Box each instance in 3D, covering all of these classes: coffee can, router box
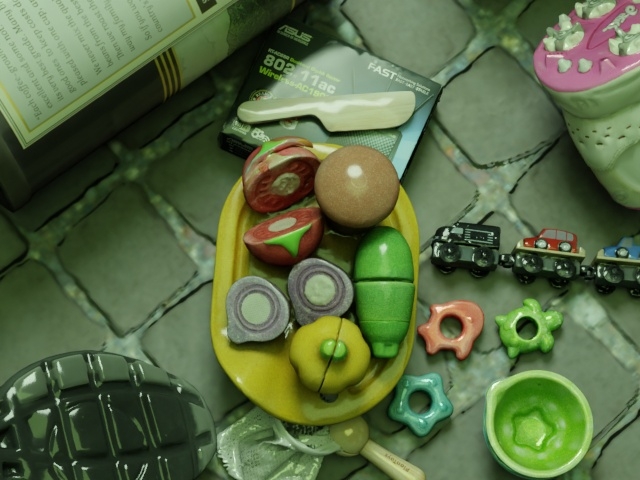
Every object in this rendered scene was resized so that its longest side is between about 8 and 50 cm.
[{"bbox_3d":[-0.134,-0.177,1.041,0.275,0.201,0.201,-36,82,-12],"label":"coffee can"},{"bbox_3d":[0.007,-0.081,1.113,0.122,0.038,0.092,24,75,1],"label":"router box"}]

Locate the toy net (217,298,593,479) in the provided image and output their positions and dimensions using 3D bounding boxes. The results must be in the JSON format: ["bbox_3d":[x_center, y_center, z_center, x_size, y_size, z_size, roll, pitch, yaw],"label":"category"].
[{"bbox_3d":[0.049,0.100,1.071,0.232,0.045,0.122,-6,78,-6],"label":"toy net"}]

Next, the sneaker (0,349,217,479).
[{"bbox_3d":[-0.193,0.133,1.023,0.267,0.106,0.101,-7,71,-27],"label":"sneaker"}]

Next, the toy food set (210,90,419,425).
[{"bbox_3d":[0.000,0.000,1.036,0.128,0.071,0.218,3,76,-3],"label":"toy food set"}]

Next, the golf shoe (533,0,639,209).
[{"bbox_3d":[0.269,-0.137,1.126,0.306,0.115,0.140,-35,118,-23],"label":"golf shoe"}]

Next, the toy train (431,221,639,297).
[{"bbox_3d":[0.150,0.010,1.111,0.158,0.027,0.036,7,65,-2],"label":"toy train"}]
